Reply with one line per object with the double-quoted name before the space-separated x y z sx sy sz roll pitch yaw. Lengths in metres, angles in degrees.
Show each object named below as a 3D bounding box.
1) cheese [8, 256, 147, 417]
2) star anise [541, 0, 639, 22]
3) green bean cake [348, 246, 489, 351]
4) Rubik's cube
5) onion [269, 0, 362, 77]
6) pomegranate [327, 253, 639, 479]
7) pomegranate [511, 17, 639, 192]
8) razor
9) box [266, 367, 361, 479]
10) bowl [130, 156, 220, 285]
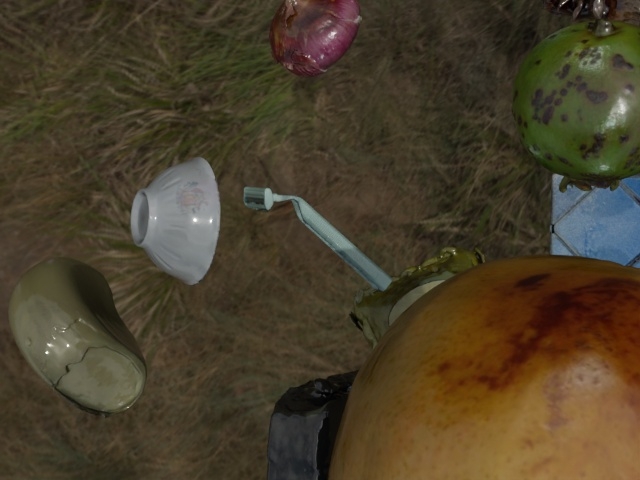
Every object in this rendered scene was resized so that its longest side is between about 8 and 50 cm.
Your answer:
"cheese" -0.288 0.099 0.982 0.091 0.202 0.175 -37 131 4
"star anise" 0.581 -0.512 1.751 0.220 0.214 0.098 7 122 9
"green bean cake" 0.234 0.175 1.638 0.310 0.202 0.285 -29 68 5
"Rubik's cube" 0.531 -0.017 1.526 0.205 0.207 0.205 2 89 20
"onion" -0.026 -0.475 1.809 0.230 0.229 0.163 -14 148 24
"pomegranate" 0.139 0.167 0.504 0.319 0.319 0.319 7 111 18
"pomegranate" 0.340 -0.148 1.010 0.211 0.211 0.263 3 134 20
"razor" 0.007 -0.009 1.327 0.278 0.111 0.056 34 82 -21
"box" 0.056 0.311 0.896 0.091 0.359 0.350 1 89 31
"bowl" -0.220 -0.030 1.188 0.189 0.086 0.188 -11 77 59
